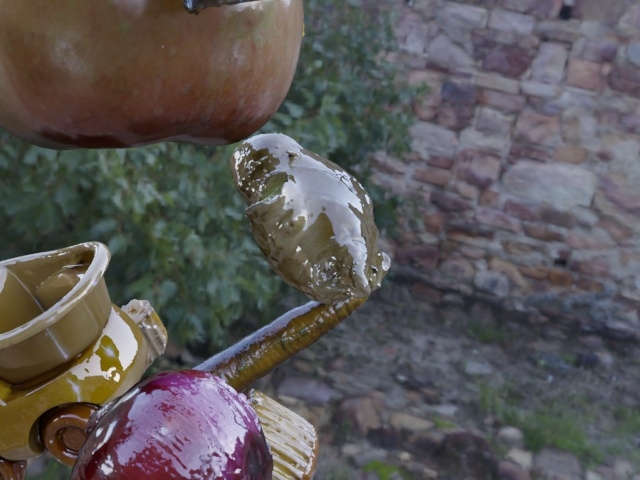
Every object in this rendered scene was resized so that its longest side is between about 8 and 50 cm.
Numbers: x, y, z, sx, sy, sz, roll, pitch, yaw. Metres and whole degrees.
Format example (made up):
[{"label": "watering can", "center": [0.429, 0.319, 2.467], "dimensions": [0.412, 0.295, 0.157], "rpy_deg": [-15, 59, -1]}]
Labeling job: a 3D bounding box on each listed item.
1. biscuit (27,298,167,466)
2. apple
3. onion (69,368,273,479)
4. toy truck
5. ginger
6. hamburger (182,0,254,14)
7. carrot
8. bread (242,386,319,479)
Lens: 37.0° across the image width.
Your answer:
[{"label": "biscuit", "center": [-0.371, 0.230, 1.336], "dimensions": [0.378, 0.094, 0.054], "rpy_deg": [-41, 55, -19]}, {"label": "apple", "center": [-0.180, -0.238, 0.893], "dimensions": [0.338, 0.305, 0.338], "rpy_deg": [-1, 5, 0]}, {"label": "onion", "center": [-0.089, 0.139, 0.567], "dimensions": [0.131, 0.131, 0.131], "rpy_deg": [12, 13, -3]}, {"label": "toy truck", "center": [-0.329, 0.146, 1.107], "dimensions": [0.287, 0.212, 0.204], "rpy_deg": [-19, 26, 17]}, {"label": "ginger", "center": [0.000, 0.000, 1.060], "dimensions": [0.218, 0.123, 0.270], "rpy_deg": [33, 24, -35]}, {"label": "hamburger", "center": [-0.040, -0.244, 0.709], "dimensions": [0.102, 0.176, 0.087], "rpy_deg": [11, -3, -21]}, {"label": "carrot", "center": [-0.065, 0.133, 1.214], "dimensions": [0.314, 0.066, 0.066], "rpy_deg": [-33, 27, -10]}, {"label": "bread", "center": [-0.075, 0.253, 0.947], "dimensions": [0.104, 0.199, 0.199], "rpy_deg": [30, 12, -5]}]
